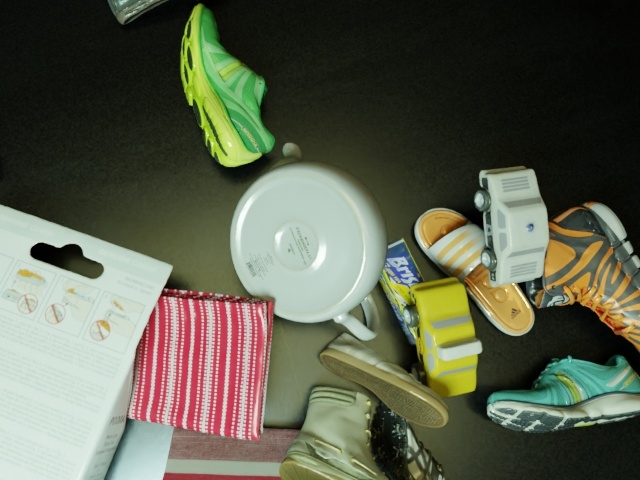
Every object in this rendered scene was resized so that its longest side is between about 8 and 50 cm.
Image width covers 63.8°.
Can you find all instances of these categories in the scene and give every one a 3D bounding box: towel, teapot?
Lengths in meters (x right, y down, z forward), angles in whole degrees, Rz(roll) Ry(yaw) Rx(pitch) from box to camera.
[{"bbox_3d":[-0.206,0.172,0.751,0.274,0.031,0.199,4,86,16],"label":"towel"},{"bbox_3d":[0.000,0.000,0.797,0.252,0.187,0.256,20,103,17],"label":"teapot"},{"bbox_3d":[-0.102,0.390,0.664,0.236,0.037,0.329,3,34,-4],"label":"towel"}]

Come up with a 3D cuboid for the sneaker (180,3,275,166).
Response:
[{"bbox_3d":[-0.162,-0.263,0.884,0.123,0.109,0.296,-13,78,-31],"label":"sneaker"}]

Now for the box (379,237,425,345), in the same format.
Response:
[{"bbox_3d":[0.142,0.085,0.851,0.059,0.054,0.169,-24,82,-11],"label":"box"}]

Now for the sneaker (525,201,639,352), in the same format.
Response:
[{"bbox_3d":[0.457,0.105,0.859,0.179,0.125,0.321,-23,70,-6],"label":"sneaker"}]

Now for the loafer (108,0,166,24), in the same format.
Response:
[{"bbox_3d":[-0.248,-0.457,0.921,0.267,0.096,0.084,-16,100,-2],"label":"loafer"}]

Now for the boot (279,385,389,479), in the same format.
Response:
[{"bbox_3d":[0.063,0.308,0.741,0.213,0.077,0.165,23,32,4],"label":"boot"}]

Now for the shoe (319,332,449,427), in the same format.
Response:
[{"bbox_3d":[0.100,0.205,0.781,0.218,0.077,0.058,23,48,30],"label":"shoe"}]

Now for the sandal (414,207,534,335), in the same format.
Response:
[{"bbox_3d":[0.274,0.043,0.863,0.102,0.076,0.265,-40,84,-13],"label":"sandal"}]

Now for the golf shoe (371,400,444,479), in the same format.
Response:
[{"bbox_3d":[0.139,0.340,0.796,0.093,0.077,0.198,9,65,-34],"label":"golf shoe"}]

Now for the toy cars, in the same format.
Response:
[{"bbox_3d":[0.249,0.067,0.778,0.176,0.087,0.394,33,86,-14],"label":"toy cars"}]

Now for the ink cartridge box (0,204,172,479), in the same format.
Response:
[{"bbox_3d":[-0.415,0.174,0.743,0.307,0.091,0.385,18,74,6],"label":"ink cartridge box"}]

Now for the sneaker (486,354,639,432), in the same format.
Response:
[{"bbox_3d":[0.393,0.246,0.836,0.274,0.107,0.110,-3,59,-12],"label":"sneaker"}]
